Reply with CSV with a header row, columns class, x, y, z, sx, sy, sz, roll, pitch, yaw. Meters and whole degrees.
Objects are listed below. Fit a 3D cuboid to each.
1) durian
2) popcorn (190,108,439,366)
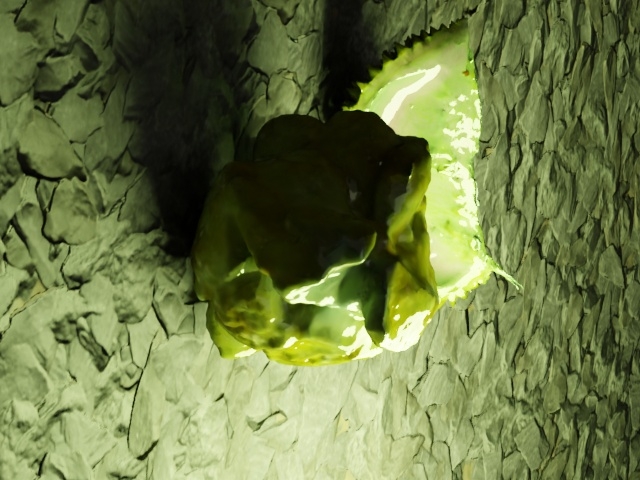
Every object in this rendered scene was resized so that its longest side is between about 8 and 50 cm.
class,x,y,z,sx,sy,sz,roll,pitch,yaw
durian,0.107,-0.071,2.155,0.157,0.169,0.355,-51,137,-45
popcorn,-0.004,-0.004,1.927,0.276,0.225,0.276,8,80,-55
